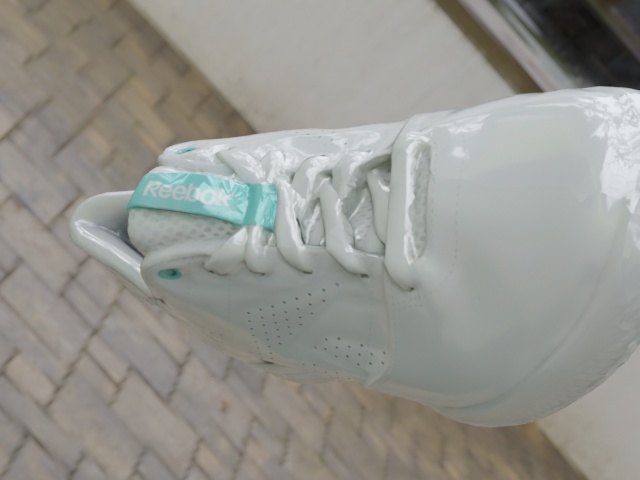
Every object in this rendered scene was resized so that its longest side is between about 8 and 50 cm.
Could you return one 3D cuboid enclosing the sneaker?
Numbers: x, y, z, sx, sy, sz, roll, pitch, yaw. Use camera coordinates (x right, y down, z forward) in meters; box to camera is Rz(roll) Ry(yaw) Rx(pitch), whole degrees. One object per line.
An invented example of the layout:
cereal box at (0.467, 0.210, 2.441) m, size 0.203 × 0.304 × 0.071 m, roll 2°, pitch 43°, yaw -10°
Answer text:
sneaker at (0.000, 0.000, 0.410) m, size 0.094 × 0.080 × 0.212 m, roll 21°, pitch -18°, yaw -27°
